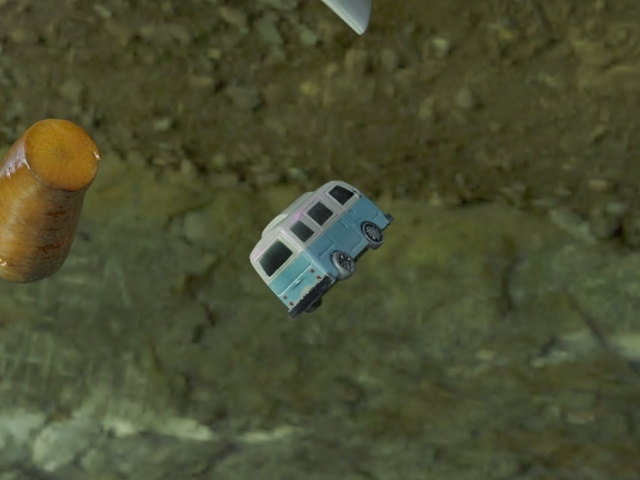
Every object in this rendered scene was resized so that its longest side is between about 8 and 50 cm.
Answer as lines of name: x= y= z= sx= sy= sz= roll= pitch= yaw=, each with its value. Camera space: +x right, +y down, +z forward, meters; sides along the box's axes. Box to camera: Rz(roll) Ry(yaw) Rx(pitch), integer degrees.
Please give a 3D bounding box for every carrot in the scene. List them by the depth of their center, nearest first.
carrot: x=-0.231 y=-0.033 z=1.094 sx=0.087 sy=0.087 sz=0.193 roll=11 pitch=149 yaw=-14

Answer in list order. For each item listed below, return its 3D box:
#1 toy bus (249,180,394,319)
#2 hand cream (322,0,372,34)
toy bus: x=0.000 y=0.000 z=1.087 sx=0.060 sy=0.075 sz=0.123 roll=-45 pitch=179 yaw=37
hand cream: x=-0.042 y=-0.246 z=0.984 sx=0.048 sy=0.079 sz=0.255 roll=-26 pitch=133 yaw=26
